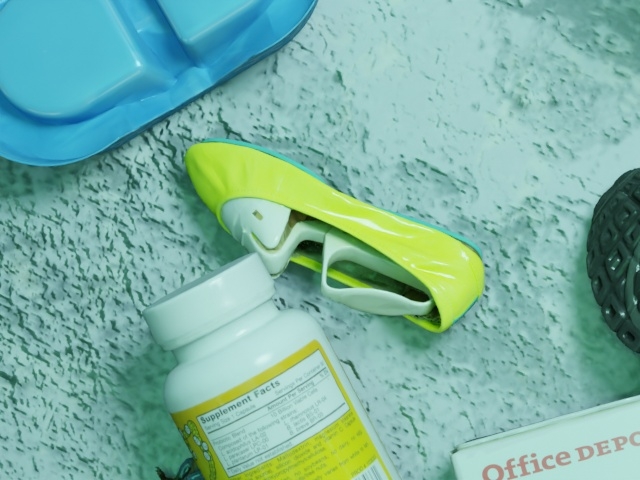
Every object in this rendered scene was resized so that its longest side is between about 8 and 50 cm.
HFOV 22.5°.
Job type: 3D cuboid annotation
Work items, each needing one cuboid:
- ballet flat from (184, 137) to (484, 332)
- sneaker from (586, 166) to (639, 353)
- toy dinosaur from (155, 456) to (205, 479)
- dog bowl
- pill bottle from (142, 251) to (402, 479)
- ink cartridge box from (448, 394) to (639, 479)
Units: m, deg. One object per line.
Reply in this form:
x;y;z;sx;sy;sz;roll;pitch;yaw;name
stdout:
0.000;0.000;1.105;0.231;0.077;0.077;23;56;8;ballet flat
0.282;0.067;1.047;0.109;0.130;0.286;-47;58;18;sneaker
-0.077;0.151;1.144;0.082;0.047;0.090;-32;114;-3;toy dinosaur
-0.125;-0.166;1.148;0.297;0.074;0.166;-31;81;7;dog bowl
-0.032;0.119;1.070;0.118;0.117;0.208;-27;94;7;pill bottle
0.188;0.216;1.055;0.154;0.093;0.212;-17;84;8;ink cartridge box
